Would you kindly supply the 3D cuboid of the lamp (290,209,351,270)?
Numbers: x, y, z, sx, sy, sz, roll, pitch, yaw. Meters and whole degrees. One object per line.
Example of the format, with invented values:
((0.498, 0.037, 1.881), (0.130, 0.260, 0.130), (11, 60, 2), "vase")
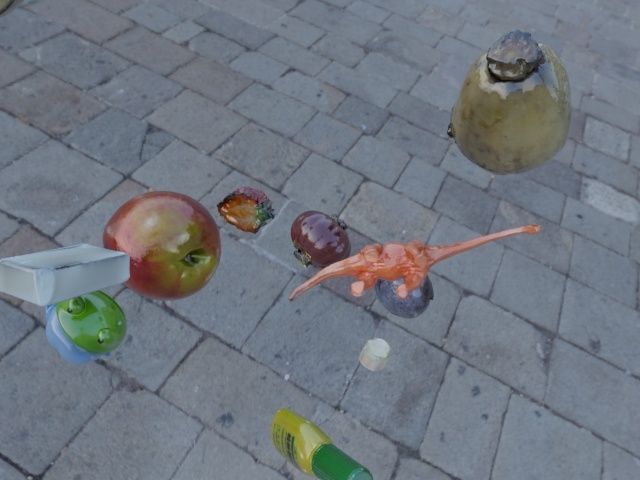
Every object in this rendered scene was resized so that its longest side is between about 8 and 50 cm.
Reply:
((0.000, 0.000, 0.694), (0.101, 0.101, 0.090), (41, 75, 19), "lamp")

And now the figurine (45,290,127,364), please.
((-0.506, 0.184, 0.988), (0.143, 0.263, 0.162), (-41, 99, -32), "figurine")

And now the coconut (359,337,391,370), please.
((0.217, 0.457, 1.834), (0.116, 0.122, 0.116), (9, 42, -8), "coconut")

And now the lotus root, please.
((0.250, -0.168, 0.616), (0.154, 0.257, 0.140), (6, 78, 25), "lotus root")

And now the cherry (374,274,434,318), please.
((0.269, 0.160, 1.493), (0.195, 0.195, 0.195), (7, 51, -8), "cherry")

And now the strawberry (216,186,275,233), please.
((-0.207, -0.093, 1.332), (0.140, 0.192, 0.085), (51, 47, -5), "strawberry")

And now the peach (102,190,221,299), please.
((-0.518, 0.011, 1.507), (0.388, 0.388, 0.388), (7, 51, -8), "peach")

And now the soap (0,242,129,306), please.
((-0.450, 0.054, 0.820), (0.121, 0.063, 0.183), (10, 12, 22), "soap")

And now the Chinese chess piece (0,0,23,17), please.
((-0.478, -0.392, 0.538), (0.273, 0.273, 0.102), (-1, 52, -14), "Chinese chess piece")

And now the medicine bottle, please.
((-0.005, 0.345, 0.745), (0.064, 0.260, 0.095), (-12, 93, -30), "medicine bottle")

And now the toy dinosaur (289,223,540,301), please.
((0.097, 0.022, 0.496), (0.280, 0.055, 0.101), (-8, 11, 13), "toy dinosaur")

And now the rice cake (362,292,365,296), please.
((0.166, 0.176, 1.852), (0.022, 0.022, 0.121), (-24, 38, 23), "rice cake")
